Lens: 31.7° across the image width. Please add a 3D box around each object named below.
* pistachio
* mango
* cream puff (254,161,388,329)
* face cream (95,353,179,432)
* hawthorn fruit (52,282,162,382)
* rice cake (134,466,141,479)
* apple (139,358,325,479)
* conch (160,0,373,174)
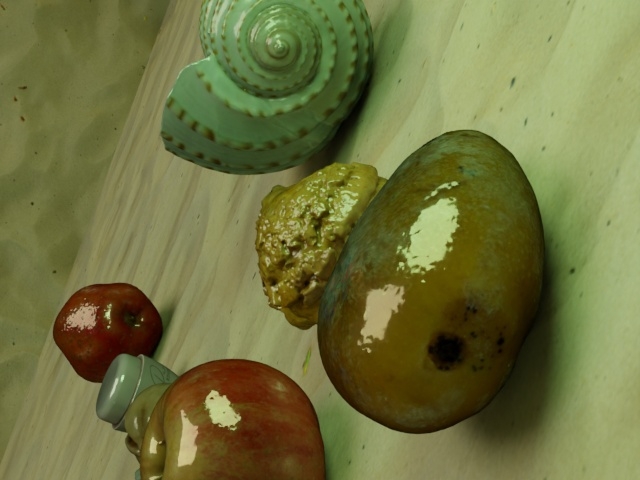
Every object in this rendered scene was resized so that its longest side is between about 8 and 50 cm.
[{"bbox_3d":[-0.203,0.243,1.478,0.113,0.113,0.149,-59,14,24],"label":"pistachio"},{"bbox_3d":[0.090,0.017,0.861,0.193,0.146,0.316,-54,8,33],"label":"mango"},{"bbox_3d":[0.000,0.000,1.143,0.189,0.129,0.189,-51,23,32],"label":"cream puff"},{"bbox_3d":[-0.270,0.230,1.670,0.117,0.104,0.117,-55,22,35],"label":"face cream"},{"bbox_3d":[-0.359,0.152,1.924,0.189,0.189,0.189,-54,22,34],"label":"hawthorn fruit"},{"bbox_3d":[-0.146,0.257,1.326,0.222,0.080,0.042,-42,27,52],"label":"rice cake"},{"bbox_3d":[-0.083,0.214,1.070,0.209,0.164,0.209,-170,90,-71],"label":"apple"},{"bbox_3d":[-0.053,-0.204,1.417,0.303,0.215,0.319,-59,-13,5],"label":"conch"}]
